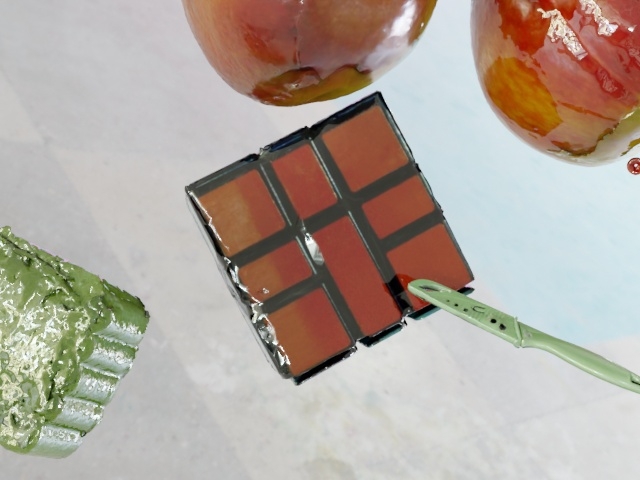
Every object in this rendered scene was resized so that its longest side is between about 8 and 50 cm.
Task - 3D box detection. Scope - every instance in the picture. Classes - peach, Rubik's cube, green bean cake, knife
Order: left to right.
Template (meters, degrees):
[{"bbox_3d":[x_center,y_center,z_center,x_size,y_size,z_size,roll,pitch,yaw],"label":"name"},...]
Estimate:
[{"bbox_3d":[-0.313,0.108,1.017,0.214,0.200,0.113,23,-11,21],"label":"green bean cake"},{"bbox_3d":[-0.008,-0.319,1.050,0.290,0.373,0.372,41,19,-44],"label":"peach"},{"bbox_3d":[0.000,0.000,1.280,0.293,0.283,0.288,65,-8,-1],"label":"Rubik's cube"},{"bbox_3d":[0.230,0.107,1.056,0.293,0.020,0.043,25,38,19],"label":"knife"},{"bbox_3d":[0.343,-0.278,1.187,0.370,0.370,0.370,29,28,-18],"label":"peach"}]

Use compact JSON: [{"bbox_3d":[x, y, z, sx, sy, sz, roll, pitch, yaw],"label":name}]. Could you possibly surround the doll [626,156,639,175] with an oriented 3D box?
[{"bbox_3d":[0.493,-0.059,1.169,0.245,0.142,0.076,17,21,-5],"label":"doll"}]
